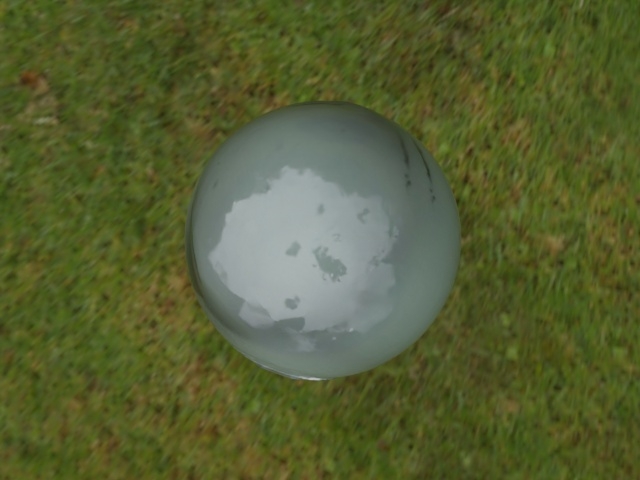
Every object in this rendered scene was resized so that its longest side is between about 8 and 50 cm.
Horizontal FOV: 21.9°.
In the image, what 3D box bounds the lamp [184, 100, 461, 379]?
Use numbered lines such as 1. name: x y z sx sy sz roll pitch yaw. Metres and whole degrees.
1. lamp: 0.000 0.000 0.608 0.105 0.105 0.105 4 108 11
